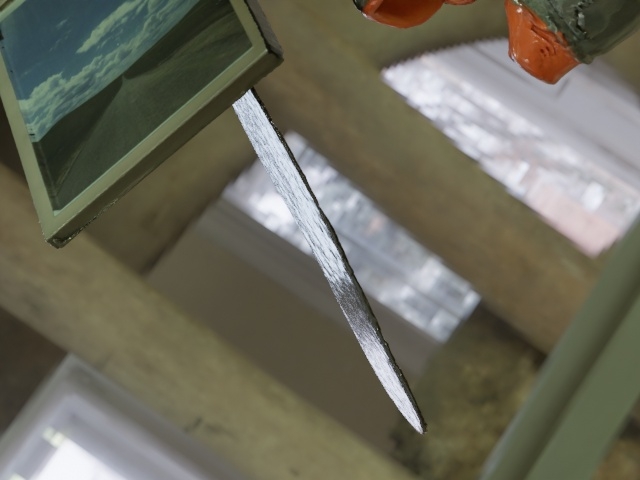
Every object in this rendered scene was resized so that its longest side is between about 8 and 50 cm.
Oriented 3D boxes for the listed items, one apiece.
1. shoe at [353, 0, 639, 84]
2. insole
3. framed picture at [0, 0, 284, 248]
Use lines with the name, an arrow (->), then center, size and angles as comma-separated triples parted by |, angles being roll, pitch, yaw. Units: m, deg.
shoe -> 0.074, -0.213, 1.038 | 0.171, 0.336, 0.132 | -47, -27, 13
insole -> 0.000, 0.000, 1.119 | 0.007, 0.328, 0.111 | -31, 24, -8
framed picture -> -0.130, -0.130, 1.101 | 0.189, 0.260, 0.023 | -39, -47, 12
